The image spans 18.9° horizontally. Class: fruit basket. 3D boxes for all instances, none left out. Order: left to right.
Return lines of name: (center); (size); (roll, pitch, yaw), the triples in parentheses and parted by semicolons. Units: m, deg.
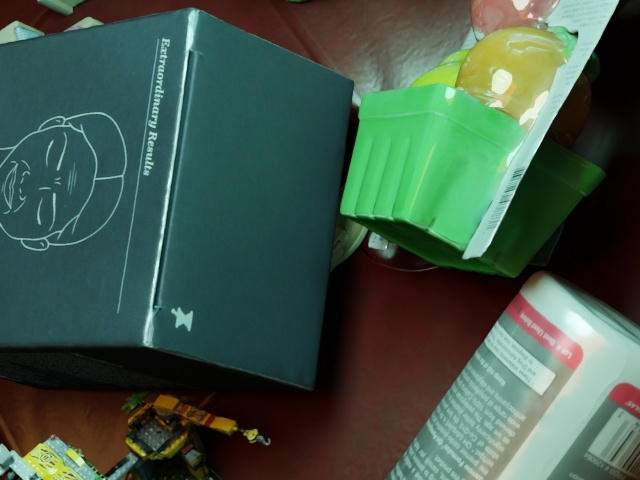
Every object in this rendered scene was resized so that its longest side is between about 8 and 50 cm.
fruit basket: (0.169, -0.140, 1.577); (0.353, 0.165, 0.327); (-58, 14, -8)

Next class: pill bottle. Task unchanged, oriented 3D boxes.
pill bottle: (0.152, 0.197, 1.514); (0.176, 0.176, 0.318); (40, 99, 36)

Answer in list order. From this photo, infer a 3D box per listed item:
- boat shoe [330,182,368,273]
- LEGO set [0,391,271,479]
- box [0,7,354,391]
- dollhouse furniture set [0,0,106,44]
boat shoe: (0.000, 0.000, 1.759); (0.050, 0.045, 0.135); (40, 101, 35)
LEGO set: (-0.136, 0.246, 1.641); (0.255, 0.192, 0.331); (-33, 50, -14)
box: (-0.194, -0.023, 1.766); (0.395, 0.212, 0.293); (-3, 74, 44)
dollhouse furniture set: (-0.277, -0.323, 1.888); (0.198, 0.303, 0.286); (-22, 64, 29)
